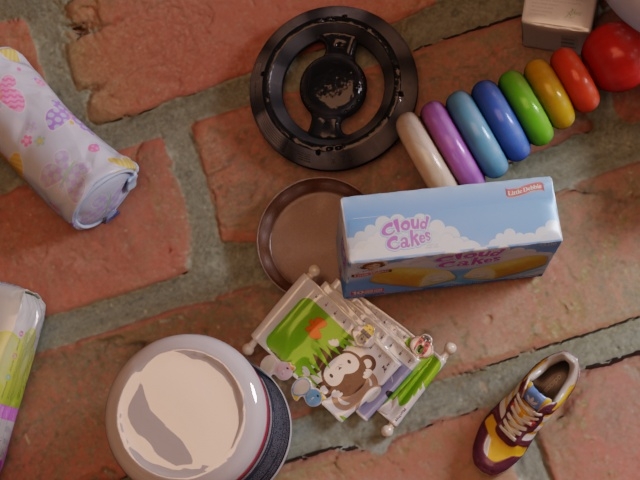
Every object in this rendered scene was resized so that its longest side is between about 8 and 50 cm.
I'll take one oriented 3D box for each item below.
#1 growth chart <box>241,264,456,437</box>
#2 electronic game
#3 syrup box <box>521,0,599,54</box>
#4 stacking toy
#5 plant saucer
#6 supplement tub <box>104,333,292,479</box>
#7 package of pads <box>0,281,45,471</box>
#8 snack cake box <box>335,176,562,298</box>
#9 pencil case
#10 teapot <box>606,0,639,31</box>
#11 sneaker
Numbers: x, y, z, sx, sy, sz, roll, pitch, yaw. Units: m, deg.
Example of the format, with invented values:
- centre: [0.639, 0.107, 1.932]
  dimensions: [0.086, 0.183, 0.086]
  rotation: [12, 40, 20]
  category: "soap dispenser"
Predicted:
- centre: [0.032, 0.146, 1.959]
  dimensions: [0.237, 0.021, 0.172]
  rotation: [32, 90, 7]
  category: "growth chart"
- centre: [0.017, -0.205, 2.040]
  dimensions: [0.229, 0.048, 0.229]
  rotation: [-2, 79, 8]
  category: "electronic game"
- centre: [0.330, -0.375, 2.011]
  dimensions: [0.096, 0.093, 0.237]
  rotation: [10, 79, 11]
  category: "syrup box"
- centre: [0.266, -0.177, 1.933]
  dimensions: [0.330, 0.141, 0.141]
  rotation: [-31, 75, 7]
  category: "stacking toy"
- centre: [0.000, 0.000, 2.007]
  dimensions: [0.168, 0.029, 0.169]
  rotation: [-2, 76, 8]
  category: "plant saucer"
- centre: [-0.139, 0.225, 1.849]
  dimensions: [0.191, 0.272, 0.191]
  rotation: [-2, 77, 8]
  category: "supplement tub"
- centre: [-0.505, 0.186, 2.000]
  dimensions: [0.229, 0.101, 0.297]
  rotation: [12, 80, 11]
  category: "package of pads"
- centre: [0.155, -0.002, 1.897]
  dimensions: [0.264, 0.152, 0.089]
  rotation: [-6, 73, -4]
  category: "snack cake box"
- centre: [-0.371, -0.140, 2.049]
  dimensions: [0.273, 0.113, 0.124]
  rotation: [43, 76, 14]
  category: "pencil case"
- centre: [0.448, -0.340, 1.838]
  dimensions: [0.252, 0.187, 0.256]
  rotation: [-30, 78, -1]
  category: "teapot"
- centre: [0.253, 0.211, 1.893]
  dimensions: [0.069, 0.084, 0.185]
  rotation: [36, 84, 14]
  category: "sneaker"
